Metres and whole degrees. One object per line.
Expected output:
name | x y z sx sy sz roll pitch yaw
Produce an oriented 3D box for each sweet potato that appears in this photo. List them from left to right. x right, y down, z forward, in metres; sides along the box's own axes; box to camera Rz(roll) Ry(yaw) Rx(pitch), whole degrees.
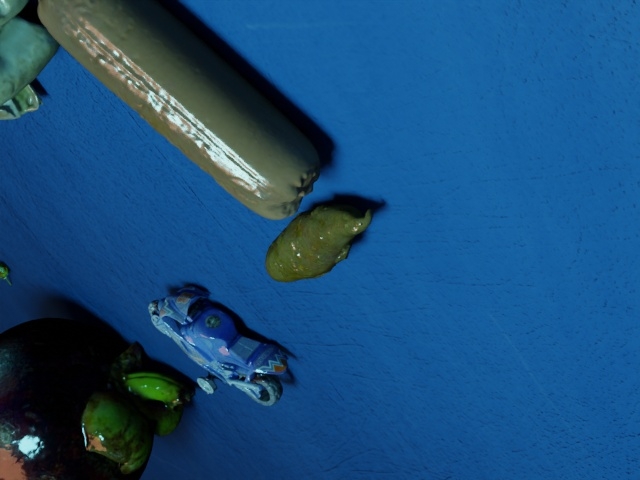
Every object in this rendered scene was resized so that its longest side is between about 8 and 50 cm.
sweet potato | 0.000 0.000 1.235 0.068 0.060 0.206 8 163 -19

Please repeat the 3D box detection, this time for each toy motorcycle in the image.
toy motorcycle | -0.126 0.120 1.625 0.205 0.076 0.114 34 149 16

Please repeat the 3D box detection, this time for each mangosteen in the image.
mangosteen | -0.362 0.249 1.969 0.359 0.306 0.306 -31 109 33

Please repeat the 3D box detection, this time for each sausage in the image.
sausage | -0.119 -0.130 1.147 0.289 0.086 0.086 42 157 1

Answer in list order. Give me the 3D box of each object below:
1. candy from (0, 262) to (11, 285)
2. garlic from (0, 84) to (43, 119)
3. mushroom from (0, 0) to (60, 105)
candy | -0.504 0.057 2.163 0.083 0.025 0.023 95 167 -71
garlic | -0.397 -0.198 1.469 0.195 0.087 0.101 50 143 -13
mushroom | -0.367 -0.214 1.262 0.195 0.189 0.254 15 153 48
